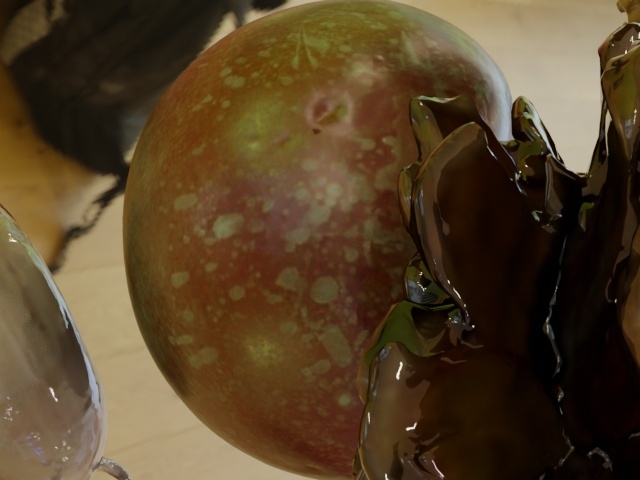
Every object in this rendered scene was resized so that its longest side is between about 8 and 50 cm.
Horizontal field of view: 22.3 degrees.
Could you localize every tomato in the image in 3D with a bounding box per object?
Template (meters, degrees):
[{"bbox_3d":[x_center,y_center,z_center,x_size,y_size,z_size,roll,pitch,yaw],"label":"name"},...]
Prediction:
[{"bbox_3d":[0.000,0.000,0.919,0.270,0.222,0.270,3,90,-83],"label":"tomato"}]

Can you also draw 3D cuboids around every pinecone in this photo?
[{"bbox_3d":[0.208,0.081,0.688,0.384,0.384,0.385,37,42,-42],"label":"pinecone"}]

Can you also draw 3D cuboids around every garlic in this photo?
[{"bbox_3d":[-0.173,0.091,0.969,0.148,0.128,0.267,-44,123,-48],"label":"garlic"}]

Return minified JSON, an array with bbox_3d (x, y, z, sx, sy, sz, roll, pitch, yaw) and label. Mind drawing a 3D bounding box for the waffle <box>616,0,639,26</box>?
[{"bbox_3d":[0.386,-0.161,1.607,0.293,0.069,0.260,20,52,-36],"label":"waffle"}]
